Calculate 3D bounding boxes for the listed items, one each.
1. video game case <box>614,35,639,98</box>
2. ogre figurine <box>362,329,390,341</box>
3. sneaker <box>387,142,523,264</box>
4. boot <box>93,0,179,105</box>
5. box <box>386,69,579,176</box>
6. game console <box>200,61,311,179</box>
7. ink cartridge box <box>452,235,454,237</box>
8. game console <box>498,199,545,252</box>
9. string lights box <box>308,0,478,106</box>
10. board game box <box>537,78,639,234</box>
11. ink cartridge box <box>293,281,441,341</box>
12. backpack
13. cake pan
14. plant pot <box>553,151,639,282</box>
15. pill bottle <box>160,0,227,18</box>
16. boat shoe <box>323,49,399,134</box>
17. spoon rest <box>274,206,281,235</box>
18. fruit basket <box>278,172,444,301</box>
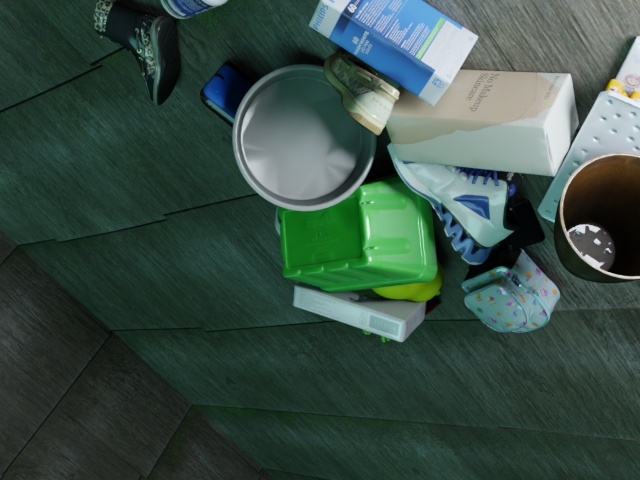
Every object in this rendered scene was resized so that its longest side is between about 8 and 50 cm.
[{"bbox_3d":[0.555,-0.244,1.424,0.157,0.019,0.143,26,149,12],"label":"video game case"},{"bbox_3d":[0.140,0.210,2.392,0.197,0.097,0.118,39,171,19],"label":"ogre figurine"},{"bbox_3d":[0.294,-0.121,1.757,0.182,0.127,0.315,-34,98,33],"label":"sneaker"},{"bbox_3d":[-0.410,-0.428,1.977,0.178,0.085,0.236,27,143,13],"label":"boot"},{"bbox_3d":[0.286,-0.217,1.587,0.311,0.148,0.121,8,142,32],"label":"box"},{"bbox_3d":[-0.149,-0.230,1.949,0.293,0.250,0.173,38,123,-10],"label":"game console"},{"bbox_3d":[0.313,-0.033,1.938,0.048,0.028,0.083,38,149,-9],"label":"ink cartridge box"},{"bbox_3d":[0.399,-0.042,1.866,0.122,0.071,0.107,57,171,-35],"label":"game console"},{"bbox_3d":[0.127,-0.362,1.530,0.259,0.133,0.077,33,148,0],"label":"string lights box"},{"bbox_3d":[0.618,-0.079,1.555,0.390,0.050,0.390,26,153,10],"label":"board game box"},{"bbox_3d":[0.122,0.133,2.189,0.296,0.261,0.066,17,116,24],"label":"ink cartridge box"},{"bbox_3d":[0.423,0.121,1.954,0.188,0.144,0.166,37,144,-14],"label":"backpack"},{"bbox_3d":[-0.033,-0.207,1.792,0.293,0.293,0.054,38,179,-10],"label":"cake pan"},{"bbox_3d":[0.496,-0.013,1.546,0.215,0.215,0.230,28,167,8],"label":"plant pot"},{"bbox_3d":[-0.227,-0.491,1.706,0.169,0.094,0.094,-5,134,46],"label":"pill bottle"},{"bbox_3d":[0.081,-0.289,1.620,0.104,0.285,0.089,28,112,-29],"label":"boat shoe"},{"bbox_3d":[0.000,0.000,2.219,0.276,0.084,0.137,27,149,10],"label":"spoon rest"},{"bbox_3d":[0.137,0.004,2.005,0.392,0.283,0.392,-5,175,0],"label":"fruit basket"}]
